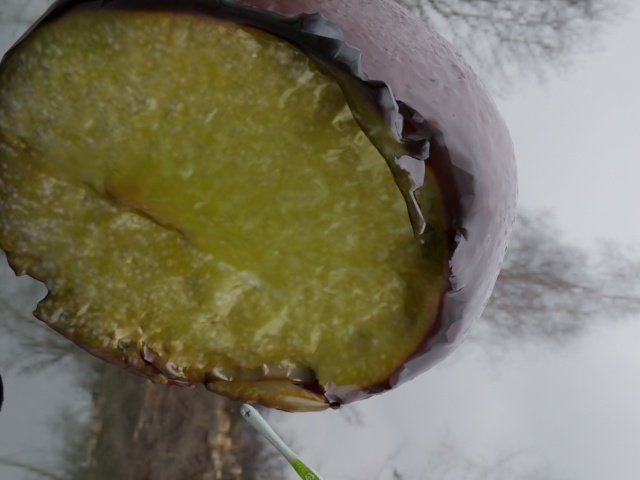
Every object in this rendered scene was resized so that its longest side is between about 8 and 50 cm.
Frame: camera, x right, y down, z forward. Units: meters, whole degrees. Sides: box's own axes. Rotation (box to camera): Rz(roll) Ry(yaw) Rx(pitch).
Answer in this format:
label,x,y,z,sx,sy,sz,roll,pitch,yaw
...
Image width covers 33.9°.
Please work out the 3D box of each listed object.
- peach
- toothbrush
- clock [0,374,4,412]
label,x,y,z,sx,sy,sz,roll,pitch,yaw
peach,-0.055,-0.056,0.844,0.339,0.417,0.353,-53,-133,20
toothbrush,-0.019,0.326,1.487,0.022,0.263,0.026,-44,180,15
clock,-0.349,0.128,0.837,0.184,0.185,0.040,-89,-163,-63
